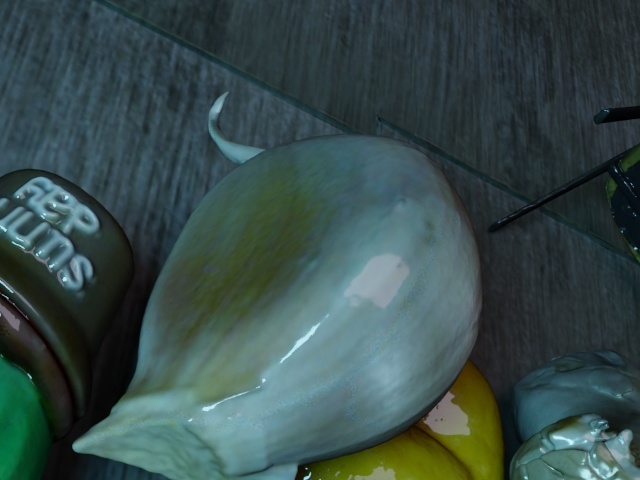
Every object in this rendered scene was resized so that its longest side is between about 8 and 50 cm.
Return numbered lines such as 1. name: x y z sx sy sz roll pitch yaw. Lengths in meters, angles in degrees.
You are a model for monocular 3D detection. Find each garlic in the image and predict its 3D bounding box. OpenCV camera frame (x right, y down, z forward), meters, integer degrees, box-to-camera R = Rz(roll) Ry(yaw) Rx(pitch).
1. garlic: 0.003 -0.001 0.557 0.148 0.128 0.266 23 31 -8

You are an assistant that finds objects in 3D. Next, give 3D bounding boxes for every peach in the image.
1. peach: 0.013 0.099 0.594 0.179 0.103 0.179 23 42 -22

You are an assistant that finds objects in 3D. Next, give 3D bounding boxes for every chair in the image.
1. chair: 0.269 -0.011 0.855 0.247 0.172 0.159 -21 71 -39

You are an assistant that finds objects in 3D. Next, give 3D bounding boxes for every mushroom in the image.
1. mushroom: 0.151 0.117 0.646 0.092 0.081 0.223 38 13 4

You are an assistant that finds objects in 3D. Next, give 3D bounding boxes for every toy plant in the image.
1. toy plant: -0.165 0.053 0.490 0.143 0.105 0.200 36 54 1
